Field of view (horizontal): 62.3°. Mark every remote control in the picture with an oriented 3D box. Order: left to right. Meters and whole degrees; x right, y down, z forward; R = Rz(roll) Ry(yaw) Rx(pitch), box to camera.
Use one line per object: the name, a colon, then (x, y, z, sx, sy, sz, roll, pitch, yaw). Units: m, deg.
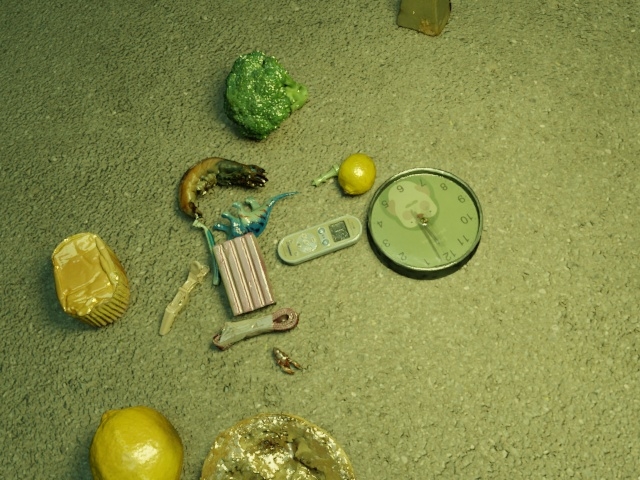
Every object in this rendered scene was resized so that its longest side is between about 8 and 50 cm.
remote control: (0.000, 0.000, 1.471, 0.244, 0.047, 0.087, -19, 64, 0)

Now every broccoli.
broccoli: (-0.165, -0.436, 1.579, 0.270, 0.270, 0.270, -12, 62, -37)

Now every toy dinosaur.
toy dinosaur: (-0.217, -0.052, 1.504, 0.144, 0.076, 0.329, 37, 81, 8)

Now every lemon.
lemon: (-0.429, 0.506, 1.239, 0.204, 0.204, 0.260, -38, 71, -8)
lemon: (0.104, -0.186, 1.498, 0.109, 0.109, 0.133, 25, 67, 16)

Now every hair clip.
hair clip: (-0.381, 0.154, 1.443, 0.034, 0.072, 0.226, 26, 75, 19)

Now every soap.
soap: (-0.204, 0.092, 1.423, 0.122, 0.065, 0.203, -18, 82, 0)

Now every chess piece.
chess piece: (0.017, -0.187, 1.548, 0.093, 0.042, 0.042, -30, 68, 1)

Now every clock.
clock: (0.283, -0.052, 1.446, 0.318, 0.066, 0.319, -2, 68, 5)

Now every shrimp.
shrimp: (-0.294, -0.150, 1.533, 0.290, 0.054, 0.222, 6, 58, 23)
shrimp: (-0.091, 0.314, 1.365, 0.092, 0.029, 0.038, 32, 75, 14)

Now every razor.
razor: (-0.309, 0.033, 1.493, 0.037, 0.068, 0.191, -22, 74, 8)

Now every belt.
belt: (-0.170, 0.227, 1.398, 0.232, 0.053, 0.071, -17, 75, 0)

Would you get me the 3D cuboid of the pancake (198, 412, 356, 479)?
pancake: (-0.103, 0.592, 1.226, 0.386, 0.082, 0.387, -1, 69, 2)

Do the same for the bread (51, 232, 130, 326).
bread: (-0.631, 0.111, 1.458, 0.179, 0.133, 0.250, -31, 69, -7)

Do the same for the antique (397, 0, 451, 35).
antique: (0.323, -0.778, 1.613, 0.150, 0.284, 0.125, 22, 72, 16)
